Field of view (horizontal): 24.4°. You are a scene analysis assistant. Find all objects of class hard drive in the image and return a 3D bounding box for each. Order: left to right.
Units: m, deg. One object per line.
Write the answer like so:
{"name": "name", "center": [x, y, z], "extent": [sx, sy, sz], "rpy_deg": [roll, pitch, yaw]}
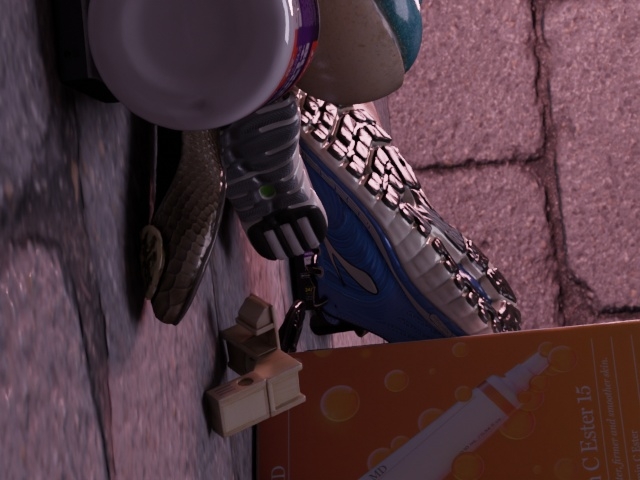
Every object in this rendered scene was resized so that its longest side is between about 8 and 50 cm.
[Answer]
{"name": "hard drive", "center": [-0.129, -0.150, 0.828], "extent": [0.094, 0.022, 0.135], "rpy_deg": [12, 72, -82]}

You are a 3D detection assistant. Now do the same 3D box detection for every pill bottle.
{"name": "pill bottle", "center": [-0.057, -0.123, 0.841], "extent": [0.193, 0.108, 0.108], "rpy_deg": [-56, 140, -78]}

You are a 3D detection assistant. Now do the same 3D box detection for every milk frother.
{"name": "milk frother", "center": [0.030, 0.118, 1.398], "extent": [0.143, 0.135, 0.129], "rpy_deg": [40, 43, -79]}

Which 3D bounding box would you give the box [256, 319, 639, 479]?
{"name": "box", "center": [0.128, 0.210, 1.253], "extent": [0.168, 0.345, 0.215], "rpy_deg": [71, 14, -57]}

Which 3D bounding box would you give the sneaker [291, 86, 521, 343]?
{"name": "sneaker", "center": [0.026, 0.001, 1.311], "extent": [0.330, 0.147, 0.130], "rpy_deg": [52, 25, -4]}

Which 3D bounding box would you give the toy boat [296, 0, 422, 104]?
{"name": "toy boat", "center": [-0.013, -0.222, 1.121], "extent": [0.267, 0.148, 0.318], "rpy_deg": [55, -5, 1]}

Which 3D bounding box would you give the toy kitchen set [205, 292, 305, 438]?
{"name": "toy kitchen set", "center": [-0.066, 0.087, 1.094], "extent": [0.083, 0.075, 0.068], "rpy_deg": [28, -48, 49]}

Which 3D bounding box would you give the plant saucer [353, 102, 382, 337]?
{"name": "plant saucer", "center": [0.046, -0.044, 1.720], "extent": [0.310, 0.050, 0.310], "rpy_deg": [172, -90, -83]}

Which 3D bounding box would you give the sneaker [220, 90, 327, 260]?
{"name": "sneaker", "center": [-0.061, -0.095, 1.157], "extent": [0.228, 0.086, 0.132], "rpy_deg": [74, -1, -51]}

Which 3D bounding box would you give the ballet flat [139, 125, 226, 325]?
{"name": "ballet flat", "center": [-0.092, -0.061, 0.946], "extent": [0.084, 0.058, 0.250], "rpy_deg": [-45, -146, 52]}

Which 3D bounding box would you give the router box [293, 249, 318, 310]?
{"name": "router box", "center": [0.000, 0.000, 1.601], "extent": [0.179, 0.046, 0.133], "rpy_deg": [-34, 117, -83]}
